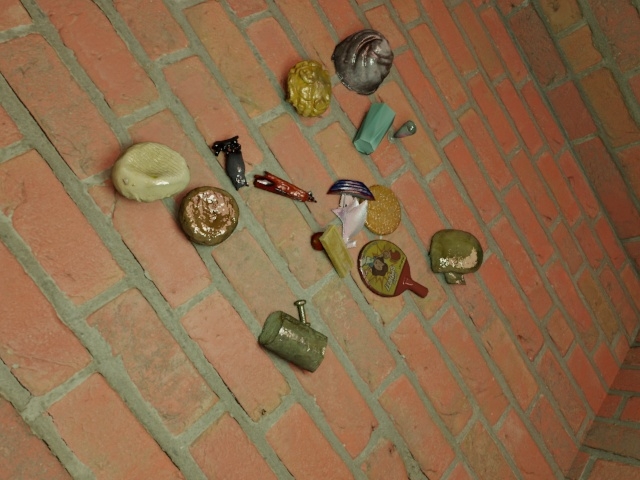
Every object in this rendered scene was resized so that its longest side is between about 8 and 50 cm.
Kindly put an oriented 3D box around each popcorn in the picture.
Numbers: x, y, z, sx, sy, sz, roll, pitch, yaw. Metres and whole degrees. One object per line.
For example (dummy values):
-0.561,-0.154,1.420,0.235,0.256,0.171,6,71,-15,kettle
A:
-0.054,-0.671,1.921,0.250,0.189,0.251,12,71,-40,popcorn

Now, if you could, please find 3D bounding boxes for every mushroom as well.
0.684,0.072,2.191,0.217,0.211,0.292,17,79,-34,mushroom

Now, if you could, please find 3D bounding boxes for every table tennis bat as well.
0.348,0.159,2.064,0.414,0.051,0.268,32,66,-18,table tennis bat

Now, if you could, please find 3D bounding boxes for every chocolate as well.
0.237,-0.894,2.110,0.302,0.213,0.304,7,76,-30,chocolate

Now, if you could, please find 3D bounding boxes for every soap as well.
0.076,0.050,1.875,0.092,0.037,0.252,-52,132,-28,soap

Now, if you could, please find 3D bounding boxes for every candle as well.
-0.145,-0.216,1.848,0.301,0.059,0.084,22,82,-23,candle

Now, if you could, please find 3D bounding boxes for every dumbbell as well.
-0.074,0.305,1.793,0.052,0.046,0.118,-9,85,-25,dumbbell

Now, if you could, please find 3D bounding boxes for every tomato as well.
0.000,0.000,1.876,0.087,0.087,0.075,-27,64,-31,tomato

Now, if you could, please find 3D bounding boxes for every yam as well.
-0.095,0.400,1.702,0.268,0.161,0.161,34,66,-17,yam

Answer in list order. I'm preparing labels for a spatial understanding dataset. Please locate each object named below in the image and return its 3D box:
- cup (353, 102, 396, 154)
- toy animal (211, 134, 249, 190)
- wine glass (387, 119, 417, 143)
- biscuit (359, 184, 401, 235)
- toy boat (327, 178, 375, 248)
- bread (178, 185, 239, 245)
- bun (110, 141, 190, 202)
0.255,-0.538,2.106,0.134,0.148,0.236,26,70,12,cup
-0.350,-0.310,1.752,0.117,0.120,0.210,-68,144,-69,toy animal
0.409,-0.539,2.169,0.073,0.155,0.074,6,77,-27,wine glass
0.291,-0.145,2.095,0.253,0.035,0.254,7,76,-29,biscuit
0.160,-0.136,1.985,0.218,0.072,0.319,-18,89,-12,toy boat
-0.424,-0.093,1.628,0.229,0.123,0.230,3,83,-25,bread
-0.604,-0.232,1.528,0.259,0.160,0.260,14,50,-17,bun
